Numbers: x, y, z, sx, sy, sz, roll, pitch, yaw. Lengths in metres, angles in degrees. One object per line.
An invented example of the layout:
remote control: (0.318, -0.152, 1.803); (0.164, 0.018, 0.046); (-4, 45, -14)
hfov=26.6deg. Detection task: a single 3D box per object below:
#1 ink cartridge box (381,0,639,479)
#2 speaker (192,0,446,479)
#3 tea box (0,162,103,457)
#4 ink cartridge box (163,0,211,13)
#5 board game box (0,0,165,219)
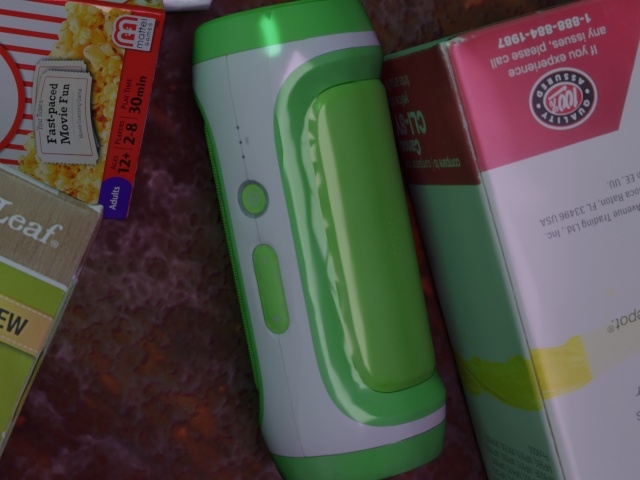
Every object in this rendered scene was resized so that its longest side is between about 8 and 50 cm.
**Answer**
ink cartridge box: (0.230, 0.022, 0.916); (0.279, 0.160, 0.384); (-17, 96, -14)
speaker: (0.000, 0.000, 0.869); (0.131, 0.131, 0.296); (-12, 95, -15)
tea box: (-0.292, 0.113, 0.649); (0.220, 0.329, 0.323); (25, 70, -15)
ink cartridge box: (-0.166, -0.255, 0.832); (0.189, 0.066, 0.232); (-4, 102, -9)
board game box: (-0.202, -0.093, 0.817); (0.194, 0.045, 0.146); (5, 121, -15)
